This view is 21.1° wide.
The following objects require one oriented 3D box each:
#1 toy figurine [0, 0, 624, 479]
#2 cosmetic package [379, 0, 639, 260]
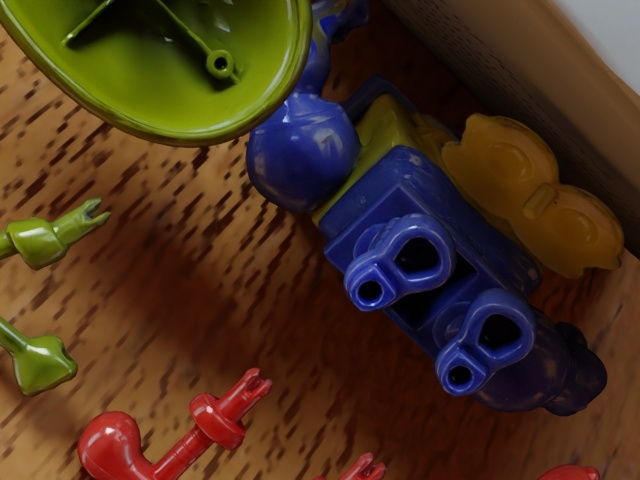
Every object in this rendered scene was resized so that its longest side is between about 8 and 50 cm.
[{"bbox_3d":[0.000,0.000,0.674,0.362,0.191,0.217,42,12,-8],"label":"toy figurine"},{"bbox_3d":[0.195,-0.164,0.660,0.327,0.329,0.393,44,2,-17],"label":"cosmetic package"}]
